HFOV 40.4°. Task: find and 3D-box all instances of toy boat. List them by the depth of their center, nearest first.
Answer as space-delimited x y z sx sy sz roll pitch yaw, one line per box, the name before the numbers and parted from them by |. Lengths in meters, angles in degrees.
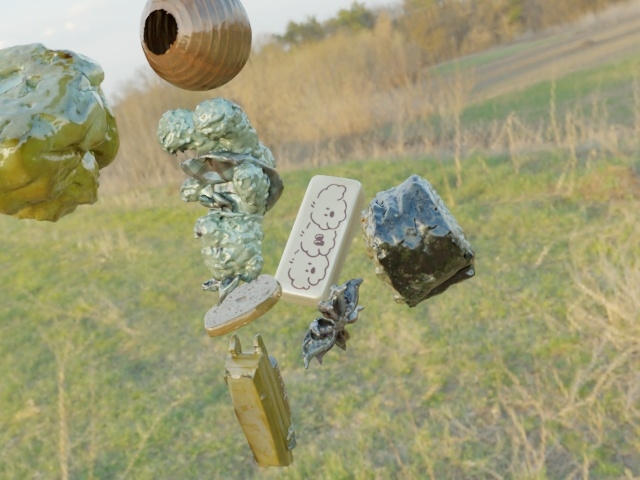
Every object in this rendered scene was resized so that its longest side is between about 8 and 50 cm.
toy boat | -0.113 0.323 1.753 0.089 0.310 0.115 -5 28 23

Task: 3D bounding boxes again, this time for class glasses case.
glasses case | 0.000 0.000 2.167 0.144 0.076 0.336 9 66 22

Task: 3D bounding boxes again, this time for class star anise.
star anise | 0.027 0.162 1.733 0.061 0.204 0.180 24 -1 30

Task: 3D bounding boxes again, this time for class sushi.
sushi | 0.166 -0.004 1.574 0.171 0.211 0.350 -33 5 8

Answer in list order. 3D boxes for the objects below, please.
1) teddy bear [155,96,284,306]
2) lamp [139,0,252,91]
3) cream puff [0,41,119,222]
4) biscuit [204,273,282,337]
teddy bear | -0.094 -0.049 0.932 0.111 0.213 0.133 -19 16 -36
lamp | -0.147 -0.245 1.035 0.136 0.136 0.136 -17 11 3
cream puff | -0.461 -0.142 1.371 0.291 0.257 0.324 -13 45 -2
biscuit | -0.146 0.125 1.690 0.142 0.029 0.220 -12 19 28
